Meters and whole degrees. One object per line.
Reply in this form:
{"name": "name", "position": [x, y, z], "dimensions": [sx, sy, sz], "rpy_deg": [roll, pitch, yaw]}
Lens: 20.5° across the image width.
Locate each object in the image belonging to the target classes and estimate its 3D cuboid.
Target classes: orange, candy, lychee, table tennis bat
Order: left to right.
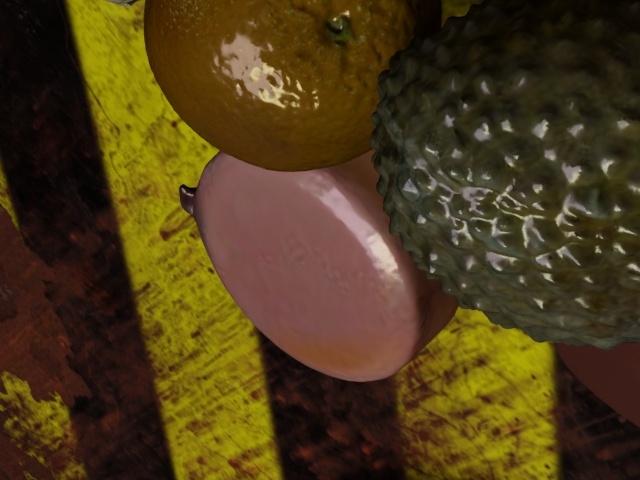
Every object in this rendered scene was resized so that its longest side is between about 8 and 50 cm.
{"name": "orange", "position": [-0.020, -0.158, 1.271], "dimensions": [0.236, 0.236, 0.236], "rpy_deg": [29, 141, 27]}
{"name": "candy", "position": [0.000, 0.000, 1.508], "dimensions": [0.255, 0.094, 0.255], "rpy_deg": [29, 141, 27]}
{"name": "lychee", "position": [0.165, -0.051, 1.148], "dimensions": [0.255, 0.274, 0.255], "rpy_deg": [6, 97, 52]}
{"name": "table tennis bat", "position": [0.220, 0.065, 1.395], "dimensions": [0.246, 0.022, 0.138], "rpy_deg": [40, 144, 10]}

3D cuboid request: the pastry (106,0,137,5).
{"name": "pastry", "position": [-0.181, -0.268, 1.466], "dimensions": [0.166, 0.088, 0.166], "rpy_deg": [32, 142, 29]}
